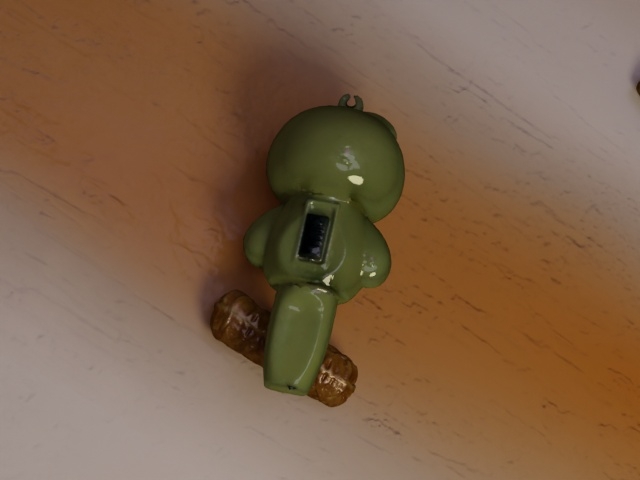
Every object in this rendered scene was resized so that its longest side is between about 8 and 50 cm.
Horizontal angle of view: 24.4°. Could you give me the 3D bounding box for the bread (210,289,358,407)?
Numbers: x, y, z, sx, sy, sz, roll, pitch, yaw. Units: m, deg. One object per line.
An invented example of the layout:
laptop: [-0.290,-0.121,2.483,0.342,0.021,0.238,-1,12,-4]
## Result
bread: [-0.034,0.102,1.393,0.157,0.044,0.052,32,96,-10]

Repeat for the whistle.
whistle: [0.001,0.001,1.385,0.141,0.141,0.294,14,82,-15]

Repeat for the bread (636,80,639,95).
bread: [0.372,-0.141,1.582,0.049,0.033,0.088,-36,96,-35]
